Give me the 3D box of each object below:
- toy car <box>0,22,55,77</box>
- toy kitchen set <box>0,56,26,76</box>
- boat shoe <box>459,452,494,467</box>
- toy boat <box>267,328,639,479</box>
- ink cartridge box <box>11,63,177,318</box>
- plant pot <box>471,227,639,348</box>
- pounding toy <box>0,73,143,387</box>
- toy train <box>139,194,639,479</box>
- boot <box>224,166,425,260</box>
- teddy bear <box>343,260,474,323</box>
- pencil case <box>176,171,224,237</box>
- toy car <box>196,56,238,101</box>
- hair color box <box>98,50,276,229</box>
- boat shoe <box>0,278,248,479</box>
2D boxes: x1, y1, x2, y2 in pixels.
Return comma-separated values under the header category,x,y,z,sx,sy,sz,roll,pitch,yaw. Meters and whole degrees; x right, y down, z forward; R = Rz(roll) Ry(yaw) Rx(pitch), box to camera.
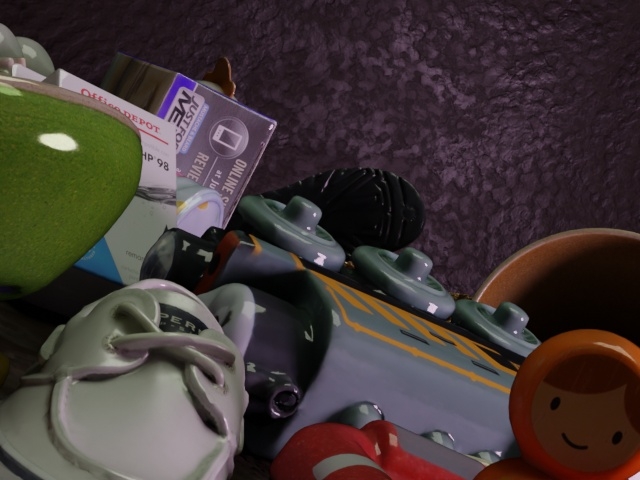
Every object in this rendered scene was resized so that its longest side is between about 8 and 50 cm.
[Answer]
category,x,y,z,sx,sy,sz,roll,pitch,yaw
toy car,-0.350,-0.130,1.380,0.136,0.159,0.182,63,9,10
toy kitchen set,-0.294,-0.061,0.917,0.166,0.122,0.207,-2,7,1
boat shoe,0.110,0.165,0.659,0.190,0.068,0.072,27,14,-6
toy boat,0.080,0.104,0.508,0.151,0.151,0.231,26,2,-21
ink cartridge box,-0.152,-0.040,0.898,0.060,0.180,0.104,-28,-37,35
plant pot,0.258,0.145,1.256,0.237,0.237,0.254,28,-13,22
pounding toy,-0.170,0.020,0.481,0.183,0.110,0.237,7,-13,-43
toy train,0.047,0.090,0.836,0.334,0.142,0.190,26,12,-26
boot,0.000,0.000,1.449,0.246,0.094,0.207,-10,-13,9
teddy bear,0.026,0.079,1.286,0.245,0.113,0.338,7,-9,34
pencil case,-0.210,-0.043,1.065,0.273,0.113,0.124,27,11,14
toy car,-0.171,-0.118,1.673,0.219,0.238,0.210,26,2,-30
hair color box,-0.167,-0.071,1.292,0.110,0.185,0.339,26,2,-21
boat shoe,-0.069,0.063,0.520,0.096,0.088,0.267,27,2,-2
